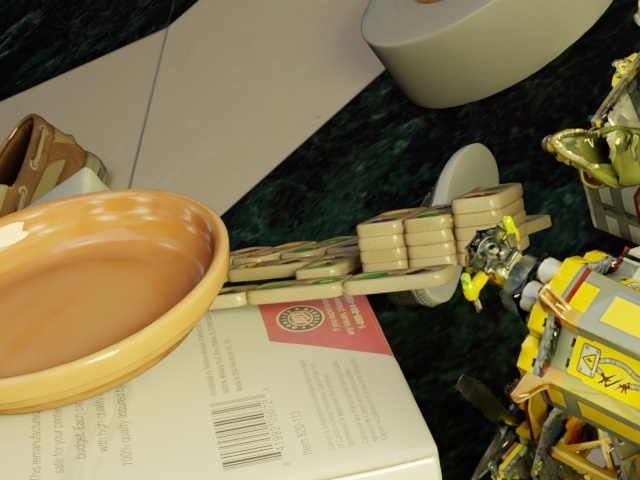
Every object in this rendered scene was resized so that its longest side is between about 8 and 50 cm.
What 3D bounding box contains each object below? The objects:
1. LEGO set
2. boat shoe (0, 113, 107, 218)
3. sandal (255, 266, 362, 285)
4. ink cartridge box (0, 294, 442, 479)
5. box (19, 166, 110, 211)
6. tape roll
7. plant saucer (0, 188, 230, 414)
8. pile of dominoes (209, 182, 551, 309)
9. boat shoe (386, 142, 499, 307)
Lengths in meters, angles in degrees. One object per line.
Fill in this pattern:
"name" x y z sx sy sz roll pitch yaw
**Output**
"LEGO set" 0.154 -0.020 0.689 0.192 0.255 0.331 25 76 33
"boat shoe" -0.334 -0.002 1.487 0.123 0.116 0.324 -19 31 36
"sandal" -0.011 0.044 1.077 0.067 0.040 0.179 -46 11 -27
"ink cartridge box" -0.091 0.133 0.796 0.283 0.117 0.207 -10 25 -6
"box" -0.156 0.078 1.036 0.119 0.182 0.181 -33 26 11
"tape roll" 0.142 -0.207 1.237 0.219 0.072 0.219 -31 25 17
"plant saucer" -0.144 0.035 0.816 0.200 0.037 0.200 -11 29 6
"pile of dominoes" 0.000 0.000 0.903 0.251 0.040 0.196 -6 8 23
"boat shoe" 0.082 -0.012 1.022 0.040 0.049 0.142 -15 36 42
